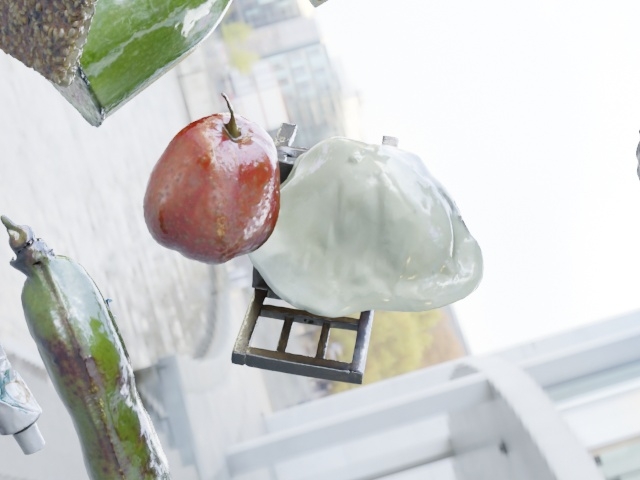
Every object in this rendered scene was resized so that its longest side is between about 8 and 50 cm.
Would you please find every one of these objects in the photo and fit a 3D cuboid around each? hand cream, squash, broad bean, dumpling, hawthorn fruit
[{"bbox_3d":[-0.338,0.112,1.289,0.084,0.050,0.257,-76,157,-64],"label":"hand cream"},{"bbox_3d":[-0.253,-0.354,1.567,0.310,0.309,0.310,48,-12,14],"label":"squash"},{"bbox_3d":[-0.158,0.132,0.917,0.077,0.061,0.339,30,-40,65],"label":"broad bean"},{"bbox_3d":[0.041,-0.011,1.578,0.318,0.243,0.187,33,-31,28],"label":"dumpling"},{"bbox_3d":[-0.107,-0.078,1.351,0.162,0.162,0.203,-111,-140,-57],"label":"hawthorn fruit"}]

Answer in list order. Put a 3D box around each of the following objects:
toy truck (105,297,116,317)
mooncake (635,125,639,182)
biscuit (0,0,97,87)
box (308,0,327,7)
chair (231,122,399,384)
[{"bbox_3d":[-0.400,0.132,2.063,0.136,0.074,0.063,-26,-106,50],"label":"toy truck"},{"bbox_3d":[0.543,-0.116,1.692,0.124,0.228,0.228,-102,178,-61],"label":"mooncake"},{"bbox_3d":[-0.225,-0.254,1.033,0.131,0.025,0.231,33,-66,27],"label":"biscuit"},{"bbox_3d":[0.046,-0.572,2.235,0.221,0.274,0.091,45,16,-55],"label":"box"},{"bbox_3d":[0.000,0.000,1.742,0.416,0.203,0.240,-74,173,-72],"label":"chair"}]
